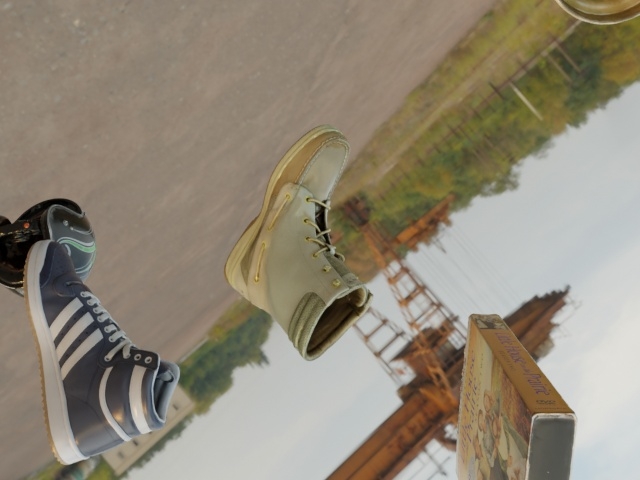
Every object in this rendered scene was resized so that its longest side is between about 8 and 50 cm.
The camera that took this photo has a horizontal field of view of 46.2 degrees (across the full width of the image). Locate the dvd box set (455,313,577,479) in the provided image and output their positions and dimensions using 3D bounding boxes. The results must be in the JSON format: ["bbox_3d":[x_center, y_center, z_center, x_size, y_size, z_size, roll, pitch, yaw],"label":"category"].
[{"bbox_3d":[0.275,0.313,1.126,0.062,0.307,0.420,3,-168,0],"label":"dvd box set"}]

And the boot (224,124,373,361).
[{"bbox_3d":[0.000,0.000,0.783,0.077,0.165,0.213,20,106,-47],"label":"boot"}]

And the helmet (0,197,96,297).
[{"bbox_3d":[-0.442,0.012,1.207,0.169,0.169,0.161,-41,170,7],"label":"helmet"}]

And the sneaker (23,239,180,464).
[{"bbox_3d":[-0.268,0.118,0.932,0.153,0.282,0.099,-16,163,3],"label":"sneaker"}]

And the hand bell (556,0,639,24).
[{"bbox_3d":[0.191,-0.270,0.643,0.126,0.126,0.242,-41,-153,8],"label":"hand bell"}]
